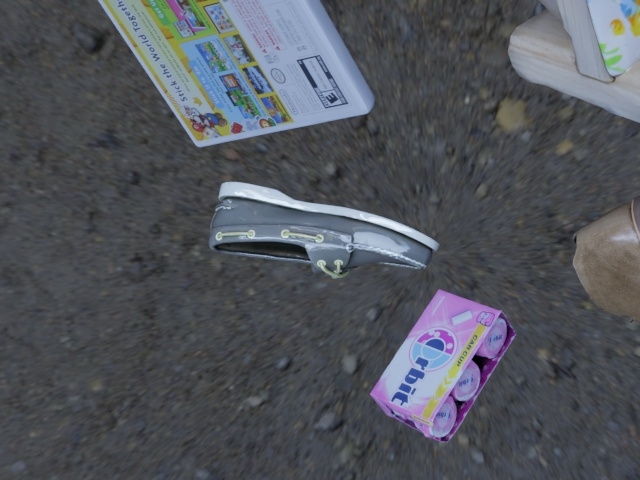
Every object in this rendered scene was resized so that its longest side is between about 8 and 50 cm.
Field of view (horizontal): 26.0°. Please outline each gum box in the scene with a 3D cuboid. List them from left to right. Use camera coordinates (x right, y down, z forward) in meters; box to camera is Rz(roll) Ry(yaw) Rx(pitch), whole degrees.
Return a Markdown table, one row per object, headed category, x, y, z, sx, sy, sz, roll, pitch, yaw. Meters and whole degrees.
| category | x | y | z | sx | sy | sz | roll | pitch | yaw |
| --- | --- | --- | --- | --- | --- | --- | --- | --- | --- |
| gum box | 0.160 | 0.167 | 1.833 | 0.107 | 0.062 | 0.188 | 19 | 67 | 41 |

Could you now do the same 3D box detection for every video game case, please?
| category | x | y | z | sx | sy | sz | roll | pitch | yaw |
| --- | --- | --- | --- | --- | --- | --- | --- | --- | --- |
| video game case | -0.086 | -0.191 | 1.270 | 0.206 | 0.026 | 0.227 | -8 | 130 | 33 |

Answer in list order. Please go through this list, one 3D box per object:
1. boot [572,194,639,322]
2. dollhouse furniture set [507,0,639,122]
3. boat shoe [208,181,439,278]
| category | x | y | z | sx | sy | sz | roll | pitch | yaw |
| --- | --- | --- | --- | --- | --- | --- | --- | --- | --- |
| boot | 0.385 | 0.060 | 1.550 | 0.115 | 0.112 | 0.305 | -23 | 131 | 28 |
| dollhouse furniture set | 0.221 | -0.257 | 0.371 | 0.394 | 0.256 | 0.362 | -32 | 122 | -17 |
| boat shoe | 0.001 | 0.001 | 1.796 | 0.305 | 0.109 | 0.091 | 13 | 77 | 17 |
